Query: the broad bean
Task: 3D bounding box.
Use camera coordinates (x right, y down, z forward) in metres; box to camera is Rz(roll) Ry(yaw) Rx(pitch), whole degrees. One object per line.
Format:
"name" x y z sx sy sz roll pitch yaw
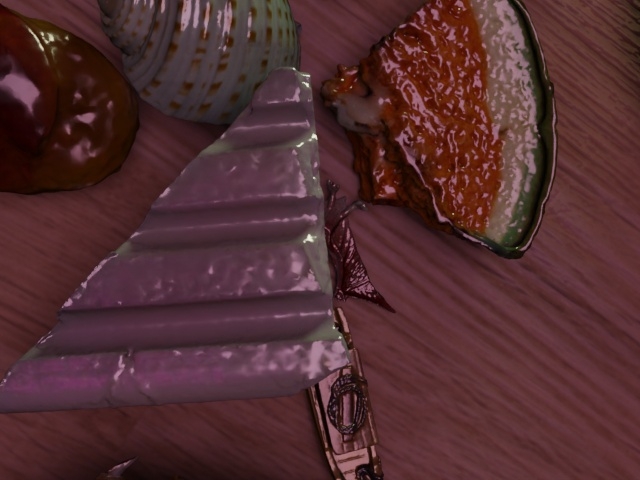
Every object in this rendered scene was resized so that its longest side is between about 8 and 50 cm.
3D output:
"broad bean" -0.274 -0.121 0.732 0.229 0.122 0.156 20 85 -8

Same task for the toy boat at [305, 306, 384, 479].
"toy boat" 0.022 0.165 0.818 0.057 0.077 0.200 -13 94 -12

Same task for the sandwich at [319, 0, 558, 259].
"sandwich" 0.124 -0.115 0.823 0.212 0.109 0.292 -24 93 -3

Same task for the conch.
"conch" -0.096 -0.205 0.750 0.200 0.131 0.172 -9 56 -19

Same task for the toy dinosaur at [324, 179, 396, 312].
"toy dinosaur" 0.000 0.000 0.835 0.220 0.032 0.108 38 81 -12

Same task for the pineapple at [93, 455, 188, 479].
"pineapple" -0.133 0.353 0.656 0.300 0.352 0.352 5 90 16

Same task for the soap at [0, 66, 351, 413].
"soap" -0.133 0.006 0.724 0.303 0.159 0.257 -5 88 2
